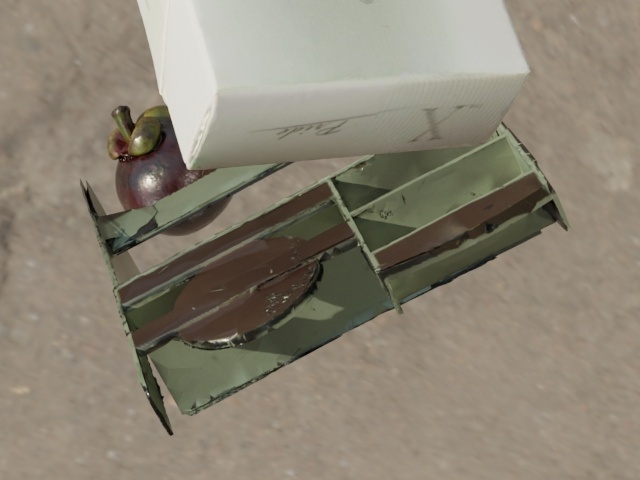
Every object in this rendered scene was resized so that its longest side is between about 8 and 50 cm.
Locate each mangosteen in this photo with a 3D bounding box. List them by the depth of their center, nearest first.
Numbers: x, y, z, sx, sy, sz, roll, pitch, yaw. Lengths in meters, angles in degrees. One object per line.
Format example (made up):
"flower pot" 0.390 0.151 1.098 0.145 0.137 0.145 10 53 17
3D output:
"mangosteen" -0.090 -0.042 1.153 0.081 0.081 0.081 -7 73 23

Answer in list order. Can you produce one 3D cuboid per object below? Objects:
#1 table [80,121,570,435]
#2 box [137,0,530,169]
"table" 0.000 0.000 0.679 0.146 0.062 0.175 -27 31 0
"box" -0.012 -0.092 0.497 0.040 0.084 0.154 119 139 -52
